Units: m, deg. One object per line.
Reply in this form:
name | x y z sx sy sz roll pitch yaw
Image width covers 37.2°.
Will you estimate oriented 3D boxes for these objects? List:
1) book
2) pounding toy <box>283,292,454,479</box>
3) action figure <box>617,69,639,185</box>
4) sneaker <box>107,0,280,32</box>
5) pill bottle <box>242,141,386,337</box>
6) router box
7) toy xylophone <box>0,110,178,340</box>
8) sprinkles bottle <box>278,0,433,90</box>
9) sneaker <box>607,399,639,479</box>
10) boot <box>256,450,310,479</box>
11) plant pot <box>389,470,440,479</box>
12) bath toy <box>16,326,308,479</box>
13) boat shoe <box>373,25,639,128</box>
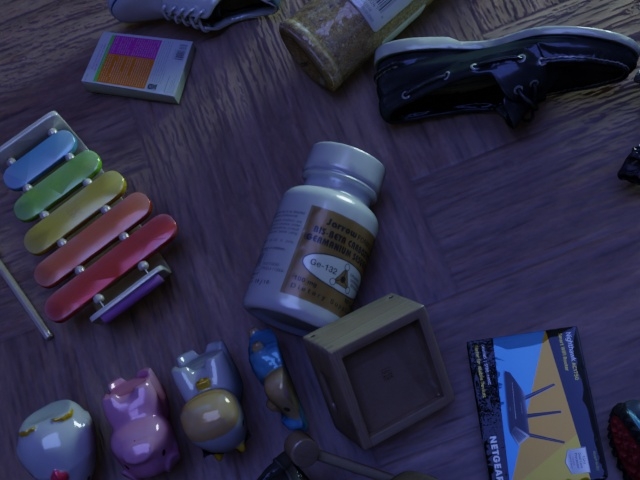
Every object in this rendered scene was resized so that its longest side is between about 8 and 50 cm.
book | -0.264 -0.255 1.390 0.144 0.035 0.096 10 70 14
pounding toy | 0.040 0.189 1.103 0.206 0.094 0.181 -25 106 -18
action figure | 0.463 -0.187 1.168 0.164 0.141 0.275 22 92 20
sneaker | -0.182 -0.348 1.373 0.258 0.094 0.091 -11 64 6
pill bottle | 0.000 0.000 1.192 0.131 0.131 0.229 15 74 16
router box | 0.251 0.199 1.118 0.133 0.046 0.179 -10 69 7
toy xylophone | -0.343 -0.006 1.289 0.236 0.081 0.323 -44 68 -6
sprinkles bottle | 0.108 -0.363 1.307 0.355 0.121 0.121 -42 68 -5
sneaker | 0.435 0.266 1.046 0.125 0.104 0.262 -37 71 -22
boot | -0.092 0.340 1.074 0.208 0.189 0.076 -38 92 -11
plant pot | 0.076 0.376 1.003 0.263 0.263 0.229 31 61 19
bath toy | -0.197 0.228 1.159 0.348 0.151 0.129 -19 103 4
boat shoe | 0.231 -0.198 1.222 0.340 0.127 0.113 2 72 14
